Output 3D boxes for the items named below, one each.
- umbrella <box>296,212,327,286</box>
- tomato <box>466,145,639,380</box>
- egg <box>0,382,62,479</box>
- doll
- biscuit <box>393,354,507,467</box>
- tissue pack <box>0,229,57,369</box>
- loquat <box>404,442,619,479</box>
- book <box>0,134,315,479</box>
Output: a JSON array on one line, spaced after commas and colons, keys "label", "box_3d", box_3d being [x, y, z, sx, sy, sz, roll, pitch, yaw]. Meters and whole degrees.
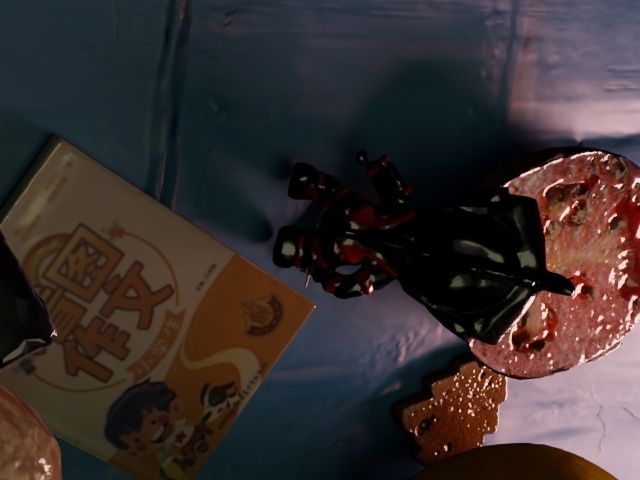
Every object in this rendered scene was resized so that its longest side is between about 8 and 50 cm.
[{"label": "umbrella", "box_3d": [0.000, 0.000, 1.533, 0.031, 0.020, 0.083, 22, 101, 4]}, {"label": "tomato", "box_3d": [0.196, 0.011, 1.612, 0.225, 0.085, 0.225, -11, 118, -22]}, {"label": "egg", "box_3d": [-0.305, 0.180, 1.320, 0.245, 0.203, 0.203, 13, 104, -22]}, {"label": "doll", "box_3d": [0.089, 0.004, 1.492, 0.249, 0.088, 0.127, 11, 127, 3]}, {"label": "biscuit", "box_3d": [0.129, 0.153, 1.674, 0.130, 0.019, 0.119, -51, 126, -1]}, {"label": "tissue pack", "box_3d": [-0.352, -0.016, 1.195, 0.245, 0.123, 0.332, -29, 93, -16]}, {"label": "loquat", "box_3d": [0.171, 0.354, 1.592, 0.328, 0.359, 0.328, -2, 122, -4]}, {"label": "book", "box_3d": [-0.163, 0.070, 1.466, 0.295, 0.020, 0.208, 34, 92, -36]}]
